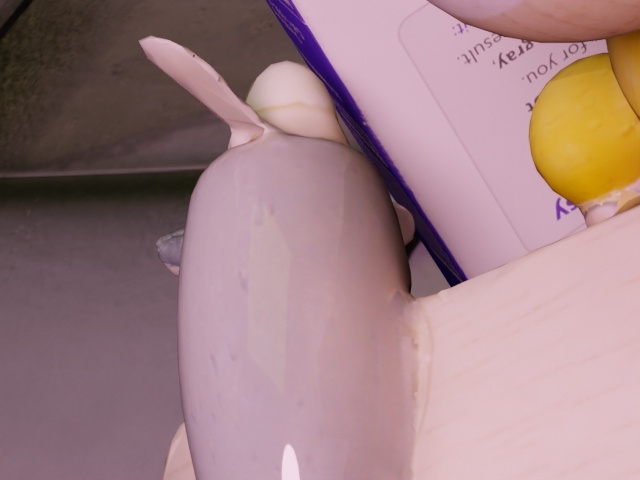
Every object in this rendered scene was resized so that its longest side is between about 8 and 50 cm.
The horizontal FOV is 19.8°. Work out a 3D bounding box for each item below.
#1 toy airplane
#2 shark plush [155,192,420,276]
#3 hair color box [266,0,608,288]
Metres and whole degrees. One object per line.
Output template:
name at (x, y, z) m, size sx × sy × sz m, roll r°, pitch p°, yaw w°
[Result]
toy airplane at (0.103, -0.005, 0.366) m, size 0.386 × 0.272 × 0.384 m, roll -49°, pitch 22°, yaw 8°
shark plush at (0.000, 0.000, 0.922) m, size 0.161 × 0.067 × 0.073 m, roll -13°, pitch 38°, yaw 28°
hair color box at (0.117, -0.043, 0.632) m, size 0.185 × 0.339 × 0.110 m, roll -35°, pitch 30°, yaw -1°
